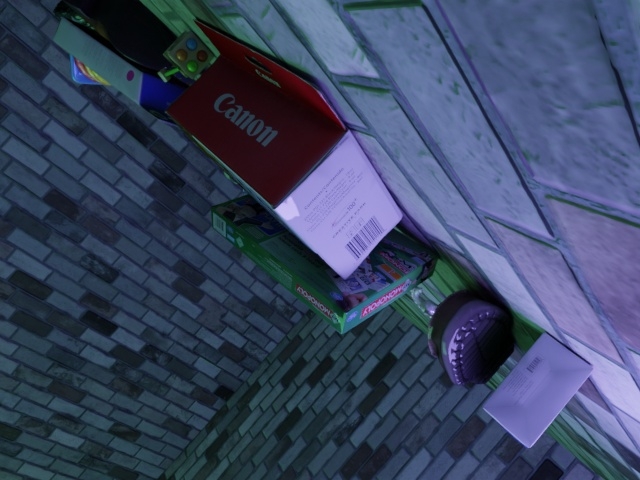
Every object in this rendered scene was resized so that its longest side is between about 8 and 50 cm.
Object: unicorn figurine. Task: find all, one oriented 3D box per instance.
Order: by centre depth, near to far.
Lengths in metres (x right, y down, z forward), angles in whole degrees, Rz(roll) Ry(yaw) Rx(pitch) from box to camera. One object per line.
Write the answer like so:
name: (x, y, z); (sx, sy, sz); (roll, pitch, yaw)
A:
unicorn figurine: (0.264, 0.156, 1.118); (0.162, 0.060, 0.111); (43, 177, -16)

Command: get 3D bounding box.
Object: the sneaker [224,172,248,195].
sneaker: (-0.200, -0.200, 1.730); (0.182, 0.128, 0.315); (30, 172, 19)

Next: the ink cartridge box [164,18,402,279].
ink cartridge box: (-0.072, -0.127, 0.678); (0.309, 0.130, 0.272); (41, 176, 39)

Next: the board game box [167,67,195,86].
board game box: (-0.357, -0.377, 1.388); (0.347, 0.078, 0.233); (40, 177, 43)

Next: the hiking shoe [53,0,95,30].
hiking shoe: (-0.611, -0.589, 1.297); (0.132, 0.113, 0.304); (39, -177, -46)

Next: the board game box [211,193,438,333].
board game box: (0.000, 0.000, 0.797); (0.317, 0.213, 0.046); (35, 133, 34)

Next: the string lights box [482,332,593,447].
string lights box: (0.324, 0.237, 0.740); (0.076, 0.133, 0.260); (40, 177, 31)

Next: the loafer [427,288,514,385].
loafer: (0.236, 0.164, 0.837); (0.130, 0.134, 0.366); (40, 177, 32)

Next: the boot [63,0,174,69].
boot: (-0.372, -0.407, 1.021); (0.264, 0.096, 0.280); (29, -177, 3)

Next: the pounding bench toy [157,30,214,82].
pounding bench toy: (-0.222, -0.287, 0.786); (0.052, 0.083, 0.065); (44, 178, -33)

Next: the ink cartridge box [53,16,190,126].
ink cartridge box: (-0.367, -0.332, 1.004); (0.371, 0.069, 0.175); (39, -163, 23)

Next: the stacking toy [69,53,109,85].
stacking toy: (-0.565, -0.492, 1.356); (0.165, 0.175, 0.301); (-15, -144, -40)
